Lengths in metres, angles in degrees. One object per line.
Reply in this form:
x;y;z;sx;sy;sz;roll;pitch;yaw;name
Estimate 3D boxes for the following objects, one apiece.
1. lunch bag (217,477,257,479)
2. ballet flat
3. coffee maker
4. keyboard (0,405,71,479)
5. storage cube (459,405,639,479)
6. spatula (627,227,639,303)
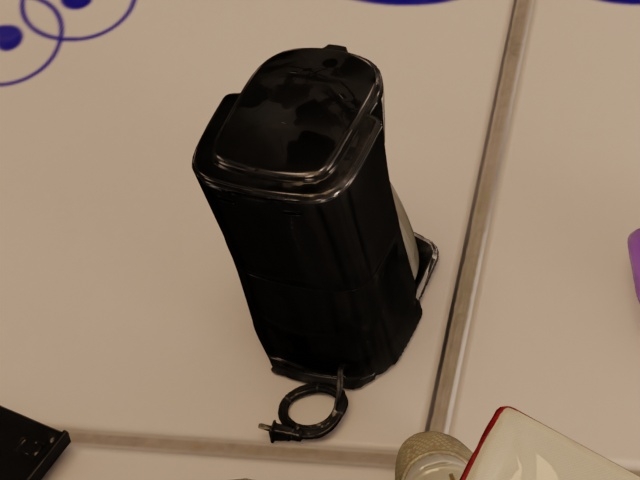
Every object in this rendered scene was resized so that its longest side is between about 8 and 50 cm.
-0.111;0.252;0.892;0.287;0.169;0.235;-27;21;37;lunch bag
0.078;0.165;1.081;0.057;0.052;0.168;-18;49;0;ballet flat
0.000;0.000;1.156;0.120;0.178;0.171;-9;50;9;coffee maker
-0.222;0.182;1.171;0.108;0.023;0.180;17;58;34;keyboard
0.114;0.226;0.896;0.215;0.193;0.183;28;62;11;storage cube
0.337;0.011;1.151;0.296;0.030;0.084;-8;51;8;spatula
